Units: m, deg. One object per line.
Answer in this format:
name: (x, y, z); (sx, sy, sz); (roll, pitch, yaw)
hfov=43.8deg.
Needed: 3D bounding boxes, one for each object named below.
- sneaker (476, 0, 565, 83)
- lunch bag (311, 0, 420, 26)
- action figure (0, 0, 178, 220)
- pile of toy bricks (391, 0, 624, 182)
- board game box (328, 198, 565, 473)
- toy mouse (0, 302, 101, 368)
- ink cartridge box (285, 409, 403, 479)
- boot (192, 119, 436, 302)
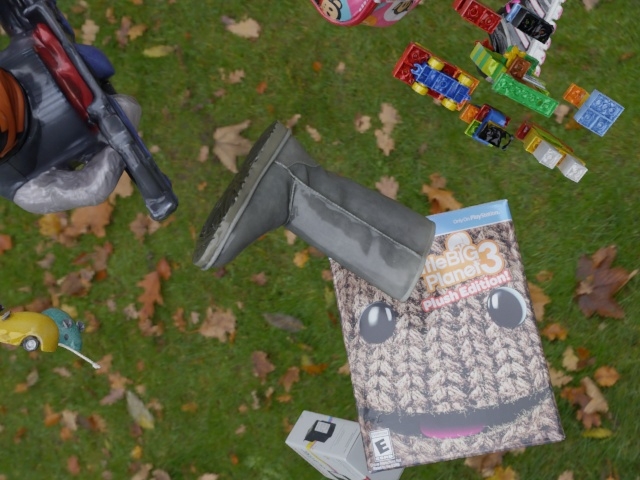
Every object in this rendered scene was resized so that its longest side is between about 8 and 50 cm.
sneaker: (0.215, -0.244, 0.863); (0.075, 0.063, 0.170); (14, 109, -1)
lunch bag: (0.062, -0.401, 0.834); (0.293, 0.120, 0.258); (-44, 72, 40)
action figure: (-0.270, -0.133, 0.571); (0.178, 0.330, 0.341); (-35, 75, 6)
pile of toy bricks: (0.168, -0.151, 0.722); (0.212, 0.105, 0.118); (24, 115, -21)
board game box: (0.153, 0.124, 1.003); (0.232, 0.141, 0.291); (-13, 75, 8)
toy mouse: (-0.272, 0.071, 0.721); (0.161, 0.143, 0.031); (17, 86, -13)
ink cartridge box: (0.042, 0.373, 1.402); (0.127, 0.072, 0.175); (46, 152, -26)
boot: (0.001, 0.000, 0.786); (0.208, 0.189, 0.076); (39, 155, -17)
